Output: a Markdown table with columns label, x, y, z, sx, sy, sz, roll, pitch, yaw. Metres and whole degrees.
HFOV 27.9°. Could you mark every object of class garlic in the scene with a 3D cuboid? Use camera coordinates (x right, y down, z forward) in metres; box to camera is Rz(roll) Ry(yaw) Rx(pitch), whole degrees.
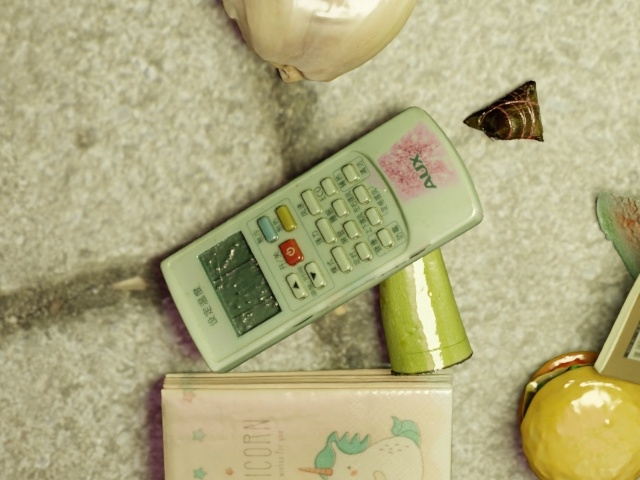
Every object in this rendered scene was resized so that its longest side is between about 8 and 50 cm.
| label | x | y | z | sx | sy | sz | roll | pitch | yaw |
| --- | --- | --- | --- | --- | --- | --- | --- | --- | --- |
| garlic | -0.002 | -0.269 | 1.296 | 0.217 | 0.110 | 0.228 | -4 | 106 | -3 |

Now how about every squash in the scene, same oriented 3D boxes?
| label | x | y | z | sx | sy | sz | roll | pitch | yaw |
| --- | --- | --- | --- | --- | --- | --- | --- | --- | --- |
| squash | 0.107 | 0.032 | 1.395 | 0.094 | 0.094 | 0.224 | -8 | 98 | 2 |

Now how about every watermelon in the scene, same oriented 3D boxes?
| label | x | y | z | sx | sy | sz | roll | pitch | yaw |
| --- | --- | --- | --- | --- | --- | --- | --- | --- | --- |
| watermelon | 0.369 | 0.016 | 1.390 | 0.081 | 0.094 | 0.180 | -29 | 118 | 3 |

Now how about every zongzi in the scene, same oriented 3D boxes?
| label | x | y | z | sx | sy | sz | roll | pitch | yaw |
| --- | --- | --- | --- | --- | --- | --- | --- | --- | --- |
| zongzi | 0.188 | -0.129 | 1.368 | 0.083 | 0.073 | 0.067 | -21 | 109 | -36 |

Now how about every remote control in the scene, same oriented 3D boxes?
| label | x | y | z | sx | sy | sz | roll | pitch | yaw |
| --- | --- | --- | --- | --- | --- | --- | --- | --- | --- |
| remote control | 0.000 | 0.000 | 1.362 | 0.344 | 0.050 | 0.145 | -32 | 74 | 12 |

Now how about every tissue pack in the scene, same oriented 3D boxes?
| label | x | y | z | sx | sy | sz | roll | pitch | yaw |
| --- | --- | --- | --- | --- | --- | --- | --- | --- | --- |
| tissue pack | -0.013 | 0.231 | 1.454 | 0.325 | 0.071 | 0.170 | -2 | 108 | 1 |

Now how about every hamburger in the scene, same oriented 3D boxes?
| label | x | y | z | sx | sy | sz | roll | pitch | yaw |
| --- | --- | --- | --- | --- | --- | --- | --- | --- | --- |
| hamburger | 0.293 | 0.203 | 1.423 | 0.162 | 0.115 | 0.162 | 0 | 103 | 0 |

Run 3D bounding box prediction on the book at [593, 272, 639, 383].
| label | x | y | z | sx | sy | sz | roll | pitch | yaw |
| --- | --- | --- | --- | --- | --- | --- | --- | --- | --- |
| book | 0.462 | 0.078 | 1.384 | 0.310 | 0.021 | 0.217 | 15 | 107 | -25 |
